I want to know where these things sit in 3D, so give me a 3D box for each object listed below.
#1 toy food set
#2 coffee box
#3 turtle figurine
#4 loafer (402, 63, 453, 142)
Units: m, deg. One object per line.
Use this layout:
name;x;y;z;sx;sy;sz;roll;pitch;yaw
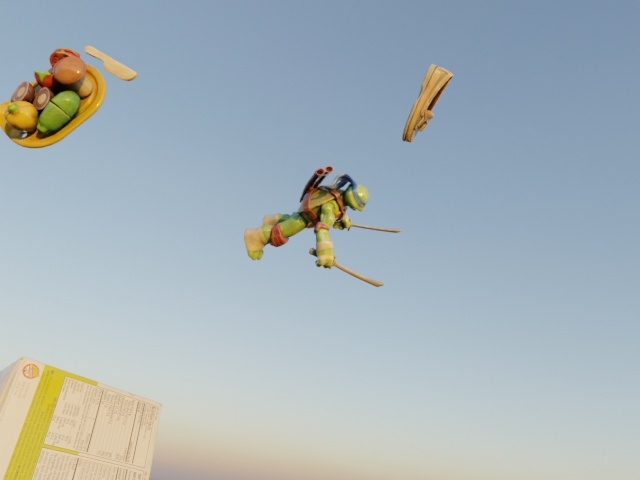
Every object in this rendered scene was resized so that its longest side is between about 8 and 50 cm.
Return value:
toy food set;-0.423;-0.248;0.770;0.128;0.218;0.071;39;-14;15
coffee box;-0.585;0.499;0.992;0.338;0.337;0.334;-30;-47;28
turtle figurine;0.000;0.000;1.002;0.267;0.197;0.274;-12;-40;27
loafer;0.167;-0.211;0.760;0.039;0.125;0.045;23;14;12
